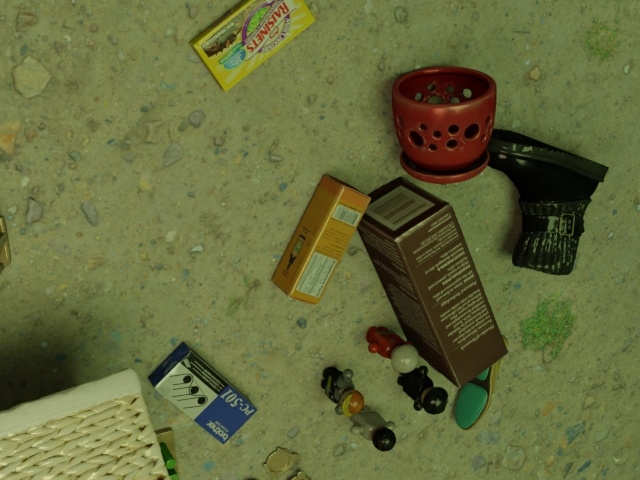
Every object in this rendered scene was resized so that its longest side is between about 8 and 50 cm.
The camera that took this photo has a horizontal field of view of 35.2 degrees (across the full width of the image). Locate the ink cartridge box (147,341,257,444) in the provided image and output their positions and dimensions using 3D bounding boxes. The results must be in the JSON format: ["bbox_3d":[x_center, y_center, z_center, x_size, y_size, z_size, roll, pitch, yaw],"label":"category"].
[{"bbox_3d":[-0.221,0.292,1.915,0.097,0.046,0.207,-46,123,-4],"label":"ink cartridge box"}]

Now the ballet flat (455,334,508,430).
[{"bbox_3d":[0.362,0.310,2.213,0.073,0.080,0.232,1,111,-44],"label":"ballet flat"}]

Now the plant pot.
[{"bbox_3d":[0.230,-0.212,1.873,0.191,0.191,0.174,-20,125,-20],"label":"plant pot"}]

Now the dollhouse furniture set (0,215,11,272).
[{"bbox_3d":[-0.609,0.078,1.536,0.242,0.212,0.161,-3,111,2],"label":"dollhouse furniture set"}]

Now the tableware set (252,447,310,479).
[{"bbox_3d":[-0.095,0.514,2.085,0.169,0.020,0.141,-43,123,-6],"label":"tableware set"}]

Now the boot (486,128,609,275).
[{"bbox_3d":[0.430,-0.069,2.062,0.348,0.131,0.260,14,102,-32],"label":"boot"}]

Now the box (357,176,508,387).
[{"bbox_3d":[0.215,0.083,1.975,0.143,0.191,0.381,-32,121,-13],"label":"box"}]

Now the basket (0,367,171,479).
[{"bbox_3d":[-0.440,0.395,1.596,0.331,0.328,0.266,-18,81,-36],"label":"basket"}]

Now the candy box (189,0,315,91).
[{"bbox_3d":[-0.114,-0.358,1.725,0.206,0.027,0.105,-40,126,-8],"label":"candy box"}]

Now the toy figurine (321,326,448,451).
[{"bbox_3d":[0.130,0.306,2.044,0.209,0.148,0.213,-39,123,-9],"label":"toy figurine"}]

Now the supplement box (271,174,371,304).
[{"bbox_3d":[0.000,0.000,1.897,0.080,0.078,0.233,24,98,-36],"label":"supplement box"}]

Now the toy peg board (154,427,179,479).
[{"bbox_3d":[-0.338,0.460,1.901,0.161,0.079,0.161,-13,114,-23],"label":"toy peg board"}]
